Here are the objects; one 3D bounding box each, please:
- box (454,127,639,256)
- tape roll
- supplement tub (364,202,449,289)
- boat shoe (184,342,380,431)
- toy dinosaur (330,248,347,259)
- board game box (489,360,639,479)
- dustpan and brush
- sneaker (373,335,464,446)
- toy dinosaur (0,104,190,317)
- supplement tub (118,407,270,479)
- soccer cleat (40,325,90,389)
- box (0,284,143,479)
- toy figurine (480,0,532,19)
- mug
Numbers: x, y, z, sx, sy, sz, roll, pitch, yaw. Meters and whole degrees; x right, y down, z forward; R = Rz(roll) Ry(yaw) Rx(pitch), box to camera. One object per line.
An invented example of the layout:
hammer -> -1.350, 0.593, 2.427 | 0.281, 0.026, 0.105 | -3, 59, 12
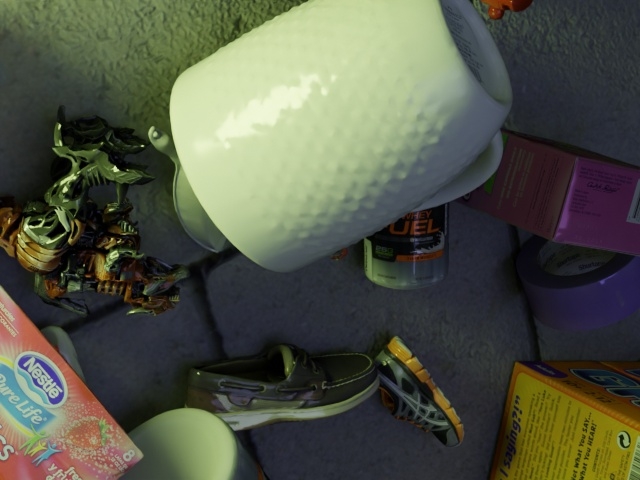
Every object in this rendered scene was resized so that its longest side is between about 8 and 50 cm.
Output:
box -> 0.337, -0.071, 1.897 | 0.214, 0.243, 0.117 | 9, 100, -34
tape roll -> 0.388, 0.044, 2.001 | 0.189, 0.189, 0.080 | -35, 121, -19
supplement tub -> 0.116, -0.039, 1.845 | 0.117, 0.117, 0.190 | -12, 111, -29
boat shoe -> -0.047, 0.184, 1.824 | 0.285, 0.103, 0.092 | -9, 115, -24
toy dinosaur -> 0.000, 0.000, 1.817 | 0.082, 0.090, 0.047 | 34, 103, -4
board game box -> 0.503, 0.407, 2.087 | 0.356, 0.356, 0.356 | 3, 103, -34
dustpan and brush -> -0.150, -0.087, 1.670 | 0.147, 0.060, 0.211 | -66, 160, -12
sneaker -> 0.134, 0.229, 1.973 | 0.083, 0.084, 0.215 | -38, 119, -1
toy dinosaur -> -0.291, -0.024, 1.577 | 0.322, 0.164, 0.218 | 20, 109, -40
supplement tub -> -0.135, 0.374, 1.753 | 0.193, 0.194, 0.316 | -42, 135, -15
soccer cleat -> -0.310, 0.193, 1.687 | 0.076, 0.068, 0.196 | -29, 116, -54
box -> -0.354, 0.167, 1.539 | 0.142, 0.154, 0.300 | -41, 104, -12
toy figurine -> 0.140, -0.303, 1.766 | 0.213, 0.148, 0.209 | 19, 100, -37
mug -> 0.066, -0.134, 1.610 | 0.328, 0.276, 0.374 | -27, 145, 25
